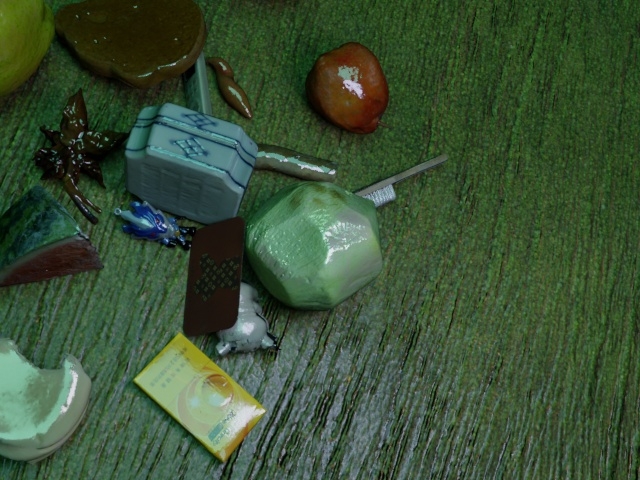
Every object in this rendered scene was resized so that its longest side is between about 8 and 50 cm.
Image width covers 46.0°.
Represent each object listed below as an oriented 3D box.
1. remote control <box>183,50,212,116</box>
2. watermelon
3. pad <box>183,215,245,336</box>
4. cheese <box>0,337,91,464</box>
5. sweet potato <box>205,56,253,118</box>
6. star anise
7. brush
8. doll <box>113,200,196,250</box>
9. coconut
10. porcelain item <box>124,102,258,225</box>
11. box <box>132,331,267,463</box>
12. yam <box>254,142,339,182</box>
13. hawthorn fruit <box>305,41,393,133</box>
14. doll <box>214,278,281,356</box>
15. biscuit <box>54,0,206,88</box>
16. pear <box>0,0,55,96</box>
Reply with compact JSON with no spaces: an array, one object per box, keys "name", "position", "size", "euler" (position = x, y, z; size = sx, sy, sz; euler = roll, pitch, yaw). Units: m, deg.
[{"name":"remote control","position":[-0.305,-0.345,1.898],"size":[0.038,0.090,0.310],"euler":[3,69,-34]},{"name":"watermelon","position":[-0.605,0.013,1.641],"size":[0.193,0.310,0.231],"euler":[49,29,7]},{"name":"pad","position":[-0.244,0.081,1.723],"size":[0.004,0.181,0.267],"euler":[25,58,-47]},{"name":"cheese","position":[-0.620,0.323,1.552],"size":[0.266,0.127,0.233],"euler":[28,66,-4]},{"name":"sweet potato","position":[-0.234,-0.397,1.951],"size":[0.055,0.058,0.202],"euler":[-30,79,0]},{"name":"star anise","position":[-0.551,-0.187,1.749],"size":[0.237,0.148,0.347],"euler":[-7,62,-13]},{"name":"brush","position":[0.204,-0.147,1.963],"size":[0.327,0.070,0.065],"euler":[-25,96,-22]},{"name":"doll","position":[-0.392,-0.036,1.775],"size":[0.195,0.070,0.096],"euler":[21,97,-9]},{"name":"coconut","position":[0.000,0.000,1.743],"size":[0.328,0.281,0.328],"euler":[-10,43,9]},{"name":"porcelain item","position":[-0.297,-0.174,1.728],"size":[0.281,0.286,0.157],"euler":[18,64,-5]},{"name":"box","position":[-0.267,0.347,1.672],"size":[0.269,0.043,0.152],"euler":[40,66,4]},{"name":"yam","position":[-0.109,-0.204,1.902],"size":[0.317,0.067,0.071],"euler":[14,26,-8]},{"name":"hawthorn fruit","position":[0.088,-0.372,1.940],"size":[0.210,0.210,0.262],"euler":[-35,88,-22]},{"name":"doll","position":[-0.181,0.179,1.729],"size":[0.149,0.095,0.192],"euler":[-9,70,-19]},{"name":"biscuit","position":[-0.479,-0.534,1.903],"size":[0.380,0.074,0.359],"euler":[7,57,7]},{"name":"pear","position":[-0.792,-0.495,1.693],"size":[0.390,0.391,0.391],"euler":[4,69,-12]}]
